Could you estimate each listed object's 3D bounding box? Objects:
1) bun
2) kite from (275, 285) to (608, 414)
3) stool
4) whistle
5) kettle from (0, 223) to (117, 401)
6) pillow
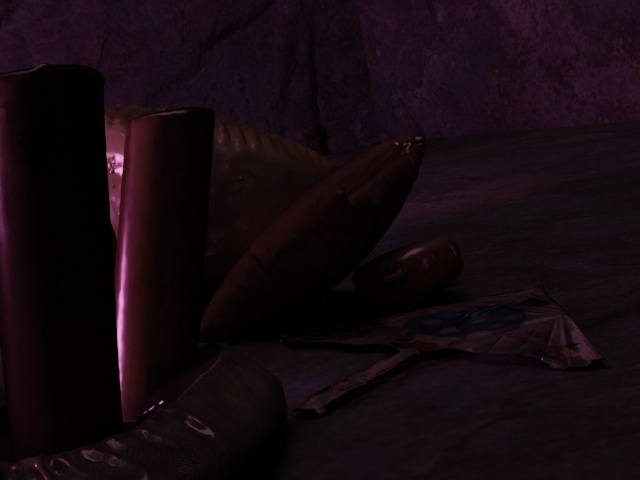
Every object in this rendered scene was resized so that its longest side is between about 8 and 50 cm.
[{"bbox_3d":[-0.151,-0.043,1.231,0.362,0.234,0.326,3,7,-31],"label":"bun"},{"bbox_3d":[0.086,0.082,0.809,0.335,0.011,0.314,-3,11,45],"label":"kite"},{"bbox_3d":[-0.195,0.047,0.582,0.310,0.226,0.310,-9,0,7],"label":"stool"},{"bbox_3d":[0.097,0.029,1.014,0.107,0.057,0.220,-22,0,18],"label":"whistle"},{"bbox_3d":[-0.346,0.030,0.884,0.318,0.205,0.265,-9,43,11],"label":"kettle"},{"bbox_3d":[0.000,0.000,0.983,0.236,0.084,0.223,-51,-12,33],"label":"pillow"}]
